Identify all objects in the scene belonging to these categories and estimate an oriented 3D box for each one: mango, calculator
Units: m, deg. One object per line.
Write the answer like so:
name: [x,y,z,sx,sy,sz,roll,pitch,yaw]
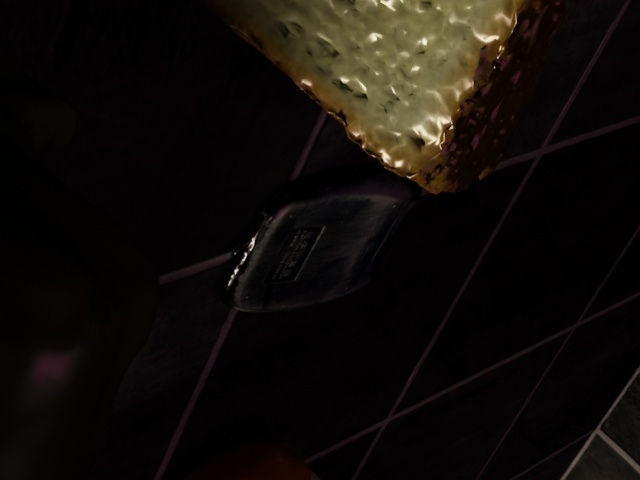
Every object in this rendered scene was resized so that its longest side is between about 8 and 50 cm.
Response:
mango: [-0.116,0.307,1.754,0.217,0.102,0.141,-34,177,-19]
calculator: [0.000,0.000,1.538,0.268,0.040,0.177,-7,133,-48]

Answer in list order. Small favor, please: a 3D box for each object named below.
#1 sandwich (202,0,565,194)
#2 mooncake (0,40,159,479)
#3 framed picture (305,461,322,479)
sandwich: [0.076,-0.233,1.017,0.131,0.262,0.325,-19,145,-55]
mooncake: [-0.263,0.002,0.750,0.351,0.351,0.187,-18,139,-46]
framed picture: [-0.069,0.437,2.122,0.240,0.020,0.324,-44,156,-5]
